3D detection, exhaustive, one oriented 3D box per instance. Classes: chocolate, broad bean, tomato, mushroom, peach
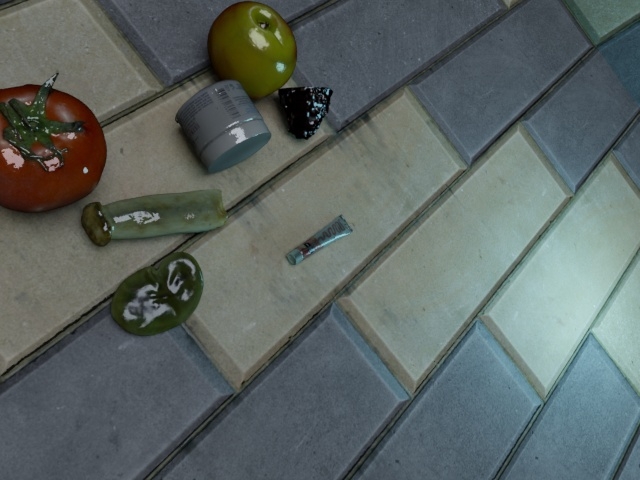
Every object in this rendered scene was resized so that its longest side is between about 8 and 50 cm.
[{"bbox_3d":[-0.042,-0.334,1.394,0.156,0.156,0.133,-4,102,-27],"label":"chocolate"},{"bbox_3d":[-0.344,0.118,1.139,0.153,0.072,0.206,46,73,-5],"label":"broad bean"},{"bbox_3d":[-0.551,-0.175,1.023,0.256,0.224,0.255,8,69,-21],"label":"tomato"},{"bbox_3d":[-0.361,-0.053,1.169,0.313,0.081,0.099,-10,84,-33],"label":"mushroom"},{"bbox_3d":[-0.168,-0.468,1.304,0.231,0.231,0.230,8,72,-25],"label":"peach"}]

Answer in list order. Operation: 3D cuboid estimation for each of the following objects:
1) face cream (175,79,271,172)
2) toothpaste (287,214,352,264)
[{"bbox_3d":[-0.227,-0.268,1.238,0.177,0.177,0.152,-32,88,-30],"label":"face cream"},{"bbox_3d":[0.000,0.000,1.357,0.205,0.036,0.056,-34,90,-34],"label":"toothpaste"}]
